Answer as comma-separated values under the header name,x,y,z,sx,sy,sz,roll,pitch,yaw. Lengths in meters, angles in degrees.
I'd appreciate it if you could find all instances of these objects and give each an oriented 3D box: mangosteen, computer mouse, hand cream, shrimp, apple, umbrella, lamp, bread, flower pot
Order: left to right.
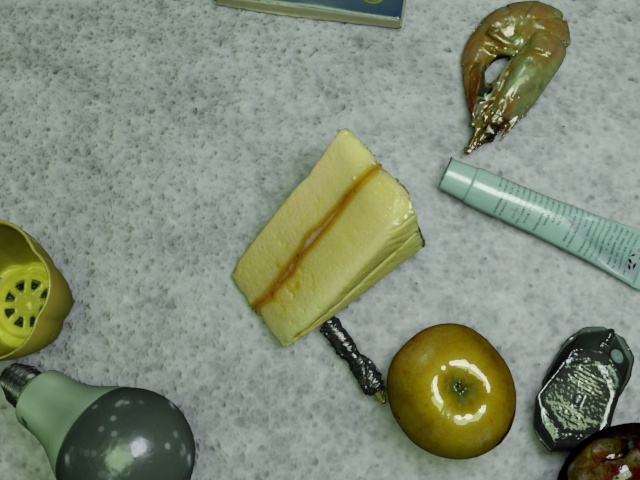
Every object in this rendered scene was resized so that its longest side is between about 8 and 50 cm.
name,x,y,z,sx,sy,sz,roll,pitch,yaw
flower pot,-0.437,0.082,1.146,0.195,0.179,0.195,-1,78,2
lamp,-0.311,0.275,1.138,0.314,0.182,0.181,11,79,35
bread,-0.003,0.003,1.140,0.264,0.163,0.167,-38,68,-4
umbrella,0.051,0.172,1.184,0.037,0.040,0.144,-38,77,3
apple,0.177,0.203,1.114,0.183,0.155,0.182,-1,80,3
shrimp,0.272,-0.246,1.242,0.145,0.061,0.267,24,85,15
hand cream,0.331,-0.032,1.200,0.331,0.058,0.085,24,80,6
computer mouse,0.361,0.210,1.155,0.106,0.062,0.192,32,77,8
mangosteen,0.382,0.330,1.010,0.211,0.250,0.211,-4,83,31

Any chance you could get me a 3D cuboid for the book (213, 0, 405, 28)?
name,x,y,z,sx,sy,sz,roll,pitch,yaw
book,0.013,-0.555,1.315,0.300,0.039,0.427,9,80,4
